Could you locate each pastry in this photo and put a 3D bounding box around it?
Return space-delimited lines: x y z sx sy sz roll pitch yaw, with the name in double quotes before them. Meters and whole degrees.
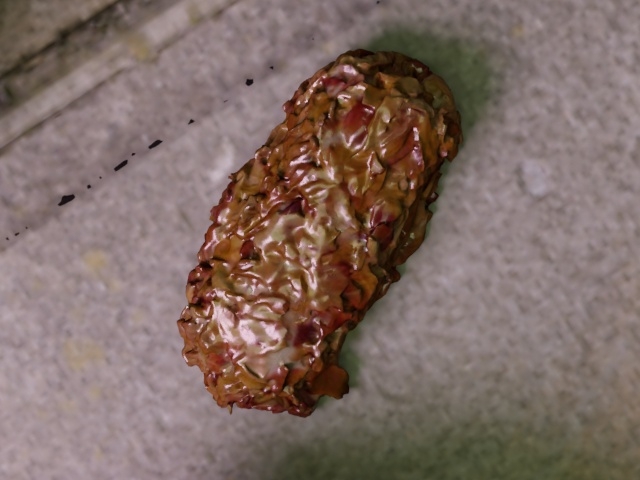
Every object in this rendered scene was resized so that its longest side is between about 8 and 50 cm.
"pastry" -0.002 -0.001 0.643 0.087 0.063 0.169 25 95 -2
